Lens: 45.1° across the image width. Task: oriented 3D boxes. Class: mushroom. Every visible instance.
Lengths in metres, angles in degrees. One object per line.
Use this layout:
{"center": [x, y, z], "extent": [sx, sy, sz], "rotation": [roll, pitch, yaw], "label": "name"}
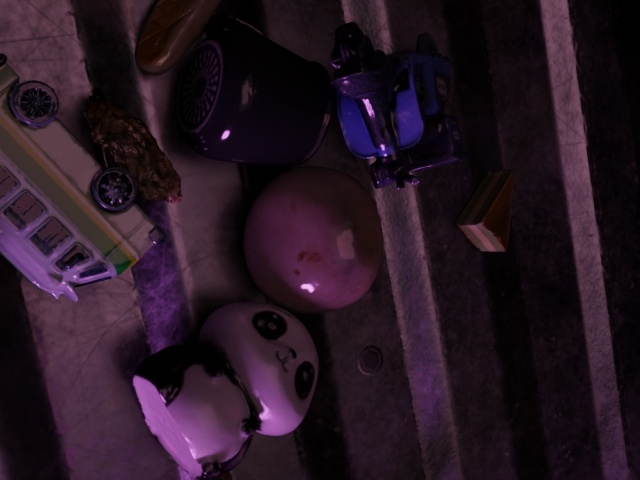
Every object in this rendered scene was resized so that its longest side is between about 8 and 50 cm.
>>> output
{"center": [0.000, 0.000, 1.070], "extent": [0.204, 0.204, 0.204], "rotation": [-2, 94, -29], "label": "mushroom"}

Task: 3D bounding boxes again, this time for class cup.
{"center": [-0.087, -0.204, 1.018], "extent": [0.176, 0.169, 0.223], "rotation": [9, 58, -33], "label": "cup"}

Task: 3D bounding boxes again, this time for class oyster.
{"center": [-0.230, -0.116, 0.965], "extent": [0.056, 0.105, 0.177], "rotation": [-29, 109, 6], "label": "oyster"}

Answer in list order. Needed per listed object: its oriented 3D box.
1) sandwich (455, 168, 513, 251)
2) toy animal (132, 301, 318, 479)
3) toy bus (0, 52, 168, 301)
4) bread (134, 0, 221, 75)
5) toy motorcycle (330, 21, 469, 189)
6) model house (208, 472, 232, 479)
{"center": [0.291, -0.049, 1.274], "extent": [0.074, 0.074, 0.116], "rotation": [41, 73, -23], "label": "sandwich"}
{"center": [-0.112, 0.183, 1.011], "extent": [0.235, 0.165, 0.187], "rotation": [-31, 96, -23], "label": "toy animal"}
{"center": [-0.328, -0.058, 0.897], "extent": [0.165, 0.133, 0.276], "rotation": [-46, 111, -19], "label": "toy bus"}
{"center": [-0.177, -0.302, 1.010], "extent": [0.073, 0.053, 0.214], "rotation": [23, 74, 15], "label": "bread"}
{"center": [0.110, -0.178, 1.054], "extent": [0.358, 0.125, 0.212], "rotation": [-17, 93, -64], "label": "toy motorcycle"}
{"center": [-0.133, 0.384, 1.050], "extent": [0.148, 0.119, 0.148], "rotation": [23, 74, -28], "label": "model house"}
